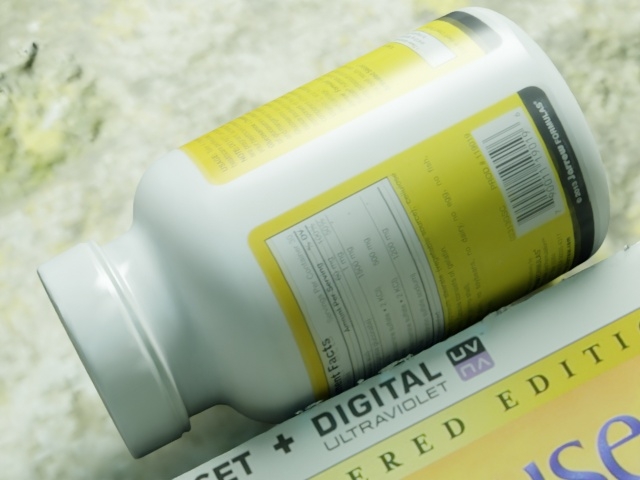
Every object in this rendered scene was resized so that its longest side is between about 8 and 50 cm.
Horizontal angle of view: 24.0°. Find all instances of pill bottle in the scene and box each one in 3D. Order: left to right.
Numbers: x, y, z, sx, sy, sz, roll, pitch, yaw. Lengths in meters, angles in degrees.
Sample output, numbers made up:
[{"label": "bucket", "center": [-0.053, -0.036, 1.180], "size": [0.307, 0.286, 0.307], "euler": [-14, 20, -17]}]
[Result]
[{"label": "pill bottle", "center": [0.000, 0.000, 0.526], "size": [0.184, 0.103, 0.103], "euler": [-27, 67, -11]}]

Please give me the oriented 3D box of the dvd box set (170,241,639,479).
[{"label": "dvd box set", "center": [0.086, 0.235, 0.433], "size": [0.307, 0.062, 0.420], "euler": [-25, 66, -11]}]
